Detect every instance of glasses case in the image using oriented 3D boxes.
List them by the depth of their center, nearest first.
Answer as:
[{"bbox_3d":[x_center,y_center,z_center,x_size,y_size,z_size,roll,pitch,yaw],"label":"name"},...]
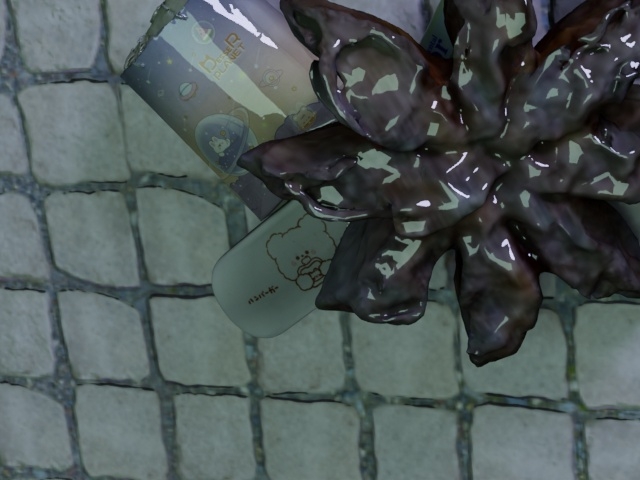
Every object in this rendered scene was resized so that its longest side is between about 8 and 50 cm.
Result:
[{"bbox_3d":[0.000,0.000,1.263,0.193,0.049,0.074,-38,91,28],"label":"glasses case"}]

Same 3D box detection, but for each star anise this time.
[{"bbox_3d":[0.108,-0.053,1.129,0.331,0.118,0.332,2,118,3],"label":"star anise"}]

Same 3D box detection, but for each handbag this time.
[{"bbox_3d":[-0.059,-0.114,1.228,0.173,0.095,0.117,44,111,-6],"label":"handbag"}]

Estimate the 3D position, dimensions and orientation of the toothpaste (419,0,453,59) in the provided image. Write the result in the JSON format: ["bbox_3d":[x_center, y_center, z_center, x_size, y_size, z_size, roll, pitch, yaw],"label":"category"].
[{"bbox_3d":[0.089,-0.140,1.178,0.034,0.046,0.164,29,117,6],"label":"toothpaste"}]
